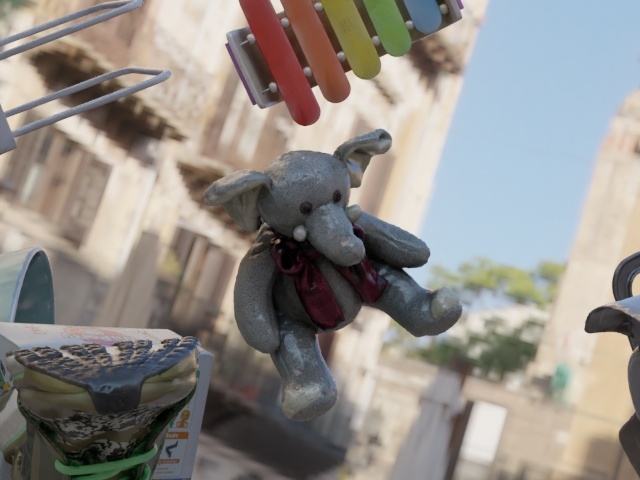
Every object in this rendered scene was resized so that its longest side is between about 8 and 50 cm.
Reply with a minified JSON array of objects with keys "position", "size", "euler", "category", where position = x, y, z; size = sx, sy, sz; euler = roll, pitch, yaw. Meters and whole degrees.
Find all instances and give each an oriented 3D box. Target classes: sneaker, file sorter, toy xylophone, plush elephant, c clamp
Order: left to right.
[{"position":[-0.271,-0.240,1.468],"size":[0.173,0.277,0.193],"euler":[-24,14,-16],"category":"file sorter"},{"position":[-0.176,0.186,1.364],"size":[0.158,0.182,0.410],"euler":[-6,-14,-14],"category":"sneaker"},{"position":[0.000,0.000,2.076],"size":[0.330,0.272,0.255],"euler":[55,-17,30],"category":"plush elephant"},{"position":[0.018,-0.314,2.265],"size":[0.236,0.323,0.081],"euler":[58,6,-2],"category":"toy xylophone"},{"position":[0.400,0.065,1.972],"size":[0.137,0.160,0.022],"euler":[-20,9,-35],"category":"c clamp"}]

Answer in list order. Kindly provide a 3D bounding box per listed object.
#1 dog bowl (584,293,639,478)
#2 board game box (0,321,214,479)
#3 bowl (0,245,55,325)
[{"position":[0.364,0.183,1.431],"size":[0.348,0.102,0.349],"euler":[58,-9,15],"category":"dog bowl"},{"position":[-0.246,0.241,1.665],"size":[0.224,0.303,0.097],"euler":[6,11,-38],"category":"board game box"},{"position":[-0.433,0.157,2.051],"size":[0.163,0.311,0.311],"euler":[4,-13,0],"category":"bowl"}]
